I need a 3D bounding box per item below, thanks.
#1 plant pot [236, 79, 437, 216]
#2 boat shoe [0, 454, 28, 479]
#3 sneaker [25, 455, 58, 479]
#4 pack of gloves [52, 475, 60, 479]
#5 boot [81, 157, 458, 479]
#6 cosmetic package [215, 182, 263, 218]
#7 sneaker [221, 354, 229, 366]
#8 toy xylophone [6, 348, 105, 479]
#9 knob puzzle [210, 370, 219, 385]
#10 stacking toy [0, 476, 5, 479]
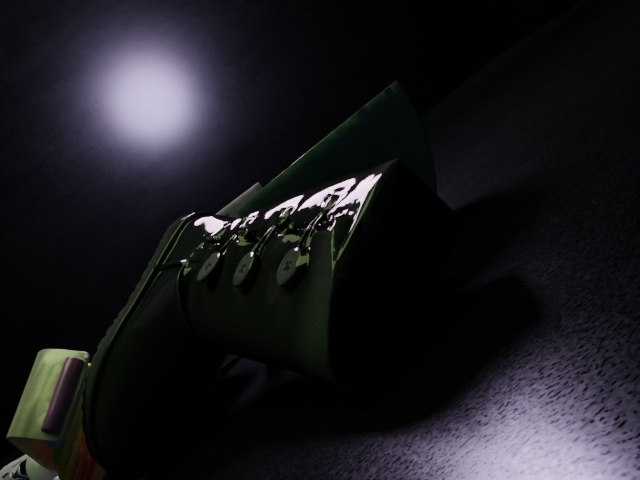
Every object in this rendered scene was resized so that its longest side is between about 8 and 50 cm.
[{"bbox_3d":[0.054,-0.059,0.944,0.290,0.195,0.290,-39,6,5],"label":"plant pot"},{"bbox_3d":[-0.807,0.624,1.789,0.184,0.066,0.063,-30,3,-12],"label":"boat shoe"},{"bbox_3d":[-0.451,0.361,1.310,0.123,0.106,0.290,-38,4,34],"label":"sneaker"},{"bbox_3d":[-0.468,0.450,1.044,0.195,0.046,0.232,-37,6,11],"label":"pack of gloves"},{"bbox_3d":[-0.083,0.116,0.721,0.445,0.146,0.367,-4,66,50],"label":"boot"},{"bbox_3d":[-0.162,0.029,1.483,0.138,0.224,0.225,-35,7,40],"label":"cosmetic package"},{"bbox_3d":[-0.227,0.229,1.151,0.190,0.071,0.083,-42,19,26],"label":"sneaker"},{"bbox_3d":[-0.361,0.281,0.928,0.323,0.081,0.236,106,175,-69],"label":"toy xylophone"},{"bbox_3d":[-0.209,0.184,0.985,0.213,0.030,0.213,-54,-24,-38],"label":"knob puzzle"},{"bbox_3d":[-0.706,0.577,1.205,0.330,0.141,0.141,-48,10,-31],"label":"stacking toy"}]
